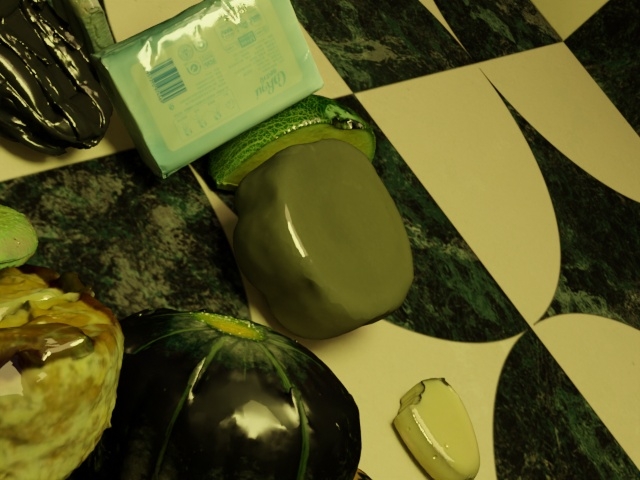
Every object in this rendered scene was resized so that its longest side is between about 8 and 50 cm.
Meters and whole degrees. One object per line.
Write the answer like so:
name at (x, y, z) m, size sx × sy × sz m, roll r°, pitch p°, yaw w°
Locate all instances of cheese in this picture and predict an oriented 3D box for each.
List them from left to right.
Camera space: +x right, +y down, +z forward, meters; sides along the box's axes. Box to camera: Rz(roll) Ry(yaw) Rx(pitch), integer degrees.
cheese at (0.179, 0.303, 1.581) m, size 0.127 × 0.050 × 0.255 m, roll 4°, pitch 53°, yaw -46°

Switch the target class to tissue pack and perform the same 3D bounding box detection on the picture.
tissue pack at (-0.146, -0.221, 1.562) m, size 0.263 × 0.089 × 0.177 m, roll -32°, pitch 112°, yaw -19°

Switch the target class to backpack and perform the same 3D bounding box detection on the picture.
backpack at (-0.363, -0.210, 1.445) m, size 0.258 × 0.133 × 0.206 m, roll 48°, pitch 36°, yaw -12°

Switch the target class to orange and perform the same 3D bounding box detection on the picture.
orange at (-0.323, 0.133, 1.015) m, size 0.271 × 0.210 × 0.369 m, roll -5°, pitch 17°, yaw -34°

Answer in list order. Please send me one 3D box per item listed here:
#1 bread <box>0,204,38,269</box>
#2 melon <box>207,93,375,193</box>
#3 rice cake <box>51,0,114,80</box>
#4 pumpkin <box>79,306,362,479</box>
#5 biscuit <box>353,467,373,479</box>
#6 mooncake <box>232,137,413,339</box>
bread at (-0.408, -0.012, 1.087) m, size 0.301 × 0.045 × 0.301 m, roll 4°, pitch 13°, yaw -1°
melon at (-0.034, -0.156, 1.704) m, size 0.265 × 0.169 × 0.129 m, roll 6°, pitch 50°, yaw -47°
rice cake at (-0.311, -0.292, 1.529) m, size 0.038 × 0.211 × 0.124 m, roll -37°, pitch 84°, yaw -12°
pumpkin at (-0.107, 0.214, 1.202) m, size 0.296 × 0.296 × 0.296 m, roll 29°, pitch 38°, yaw -26°
biscuit at (0.001, 0.254, 1.382) m, size 0.250 × 0.036 × 0.165 m, roll 39°, pitch 6°, yaw 4°
mooncake at (0.000, 0.000, 1.579) m, size 0.275 × 0.135 × 0.275 m, roll 25°, pitch 53°, yaw -39°
